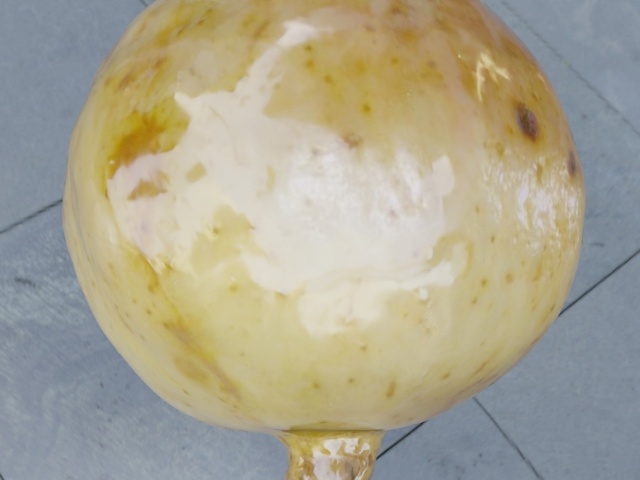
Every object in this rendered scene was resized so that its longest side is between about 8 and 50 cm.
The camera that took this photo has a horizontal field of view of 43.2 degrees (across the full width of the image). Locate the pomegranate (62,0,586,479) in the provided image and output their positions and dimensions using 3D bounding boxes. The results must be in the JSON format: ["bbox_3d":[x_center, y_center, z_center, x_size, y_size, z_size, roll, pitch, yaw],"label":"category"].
[{"bbox_3d":[0.000,0.000,0.608,0.410,0.410,0.410,4,62,-8],"label":"pomegranate"}]
